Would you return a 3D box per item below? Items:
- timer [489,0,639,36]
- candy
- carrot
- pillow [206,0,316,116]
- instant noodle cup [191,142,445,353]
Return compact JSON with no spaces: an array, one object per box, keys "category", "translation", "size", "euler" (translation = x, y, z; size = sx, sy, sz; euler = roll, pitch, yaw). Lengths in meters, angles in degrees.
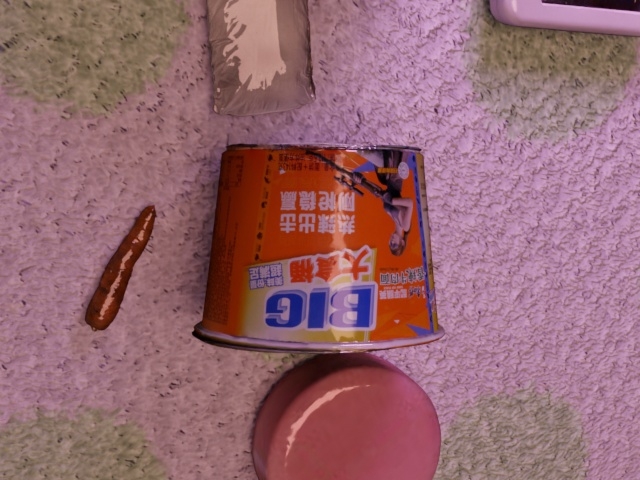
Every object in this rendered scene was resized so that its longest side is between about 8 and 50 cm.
[{"category":"timer","translation":[0.340,-0.356,1.247],"size":[0.253,0.078,0.178],"euler":[1,103,-19]},{"category":"candy","translation":[0.039,0.272,1.264],"size":[0.255,0.094,0.255],"euler":[-4,102,-20]},{"category":"carrot","translation":[-0.233,0.031,1.147],"size":[0.036,0.035,0.165],"euler":[24,90,-23]},{"category":"pillow","translation":[-0.069,-0.260,1.134],"size":[0.128,0.051,0.229],"euler":[-6,102,-21]},{"category":"instant noodle cup","translation":[0.000,0.000,1.102],"size":[0.296,0.296,0.214],"euler":[-1,94,-20]}]
